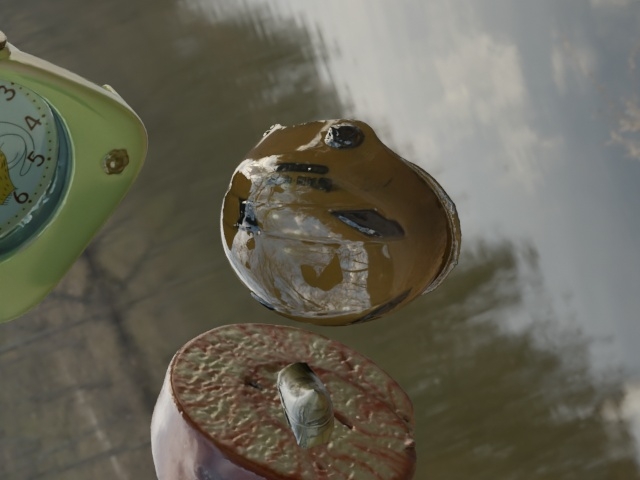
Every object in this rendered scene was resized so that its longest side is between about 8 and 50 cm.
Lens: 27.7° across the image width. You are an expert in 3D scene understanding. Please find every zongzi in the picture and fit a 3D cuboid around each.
[{"bbox_3d":[-0.015,0.117,1.055,0.083,0.040,0.076,83,167,-50],"label":"zongzi"}]

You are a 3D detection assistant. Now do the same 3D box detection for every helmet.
[{"bbox_3d":[0.000,0.000,1.166,0.224,0.130,0.198,15,134,30],"label":"helmet"}]

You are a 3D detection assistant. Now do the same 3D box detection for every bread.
[{"bbox_3d":[-0.040,0.219,1.444,0.327,0.295,0.114,-69,0,-66],"label":"bread"}]

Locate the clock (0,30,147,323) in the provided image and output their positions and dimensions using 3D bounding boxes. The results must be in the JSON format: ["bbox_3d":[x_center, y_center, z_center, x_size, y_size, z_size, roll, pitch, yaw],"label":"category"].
[{"bbox_3d":[-0.368,-0.085,1.298,0.348,0.286,0.117,31,-169,-45],"label":"clock"}]
